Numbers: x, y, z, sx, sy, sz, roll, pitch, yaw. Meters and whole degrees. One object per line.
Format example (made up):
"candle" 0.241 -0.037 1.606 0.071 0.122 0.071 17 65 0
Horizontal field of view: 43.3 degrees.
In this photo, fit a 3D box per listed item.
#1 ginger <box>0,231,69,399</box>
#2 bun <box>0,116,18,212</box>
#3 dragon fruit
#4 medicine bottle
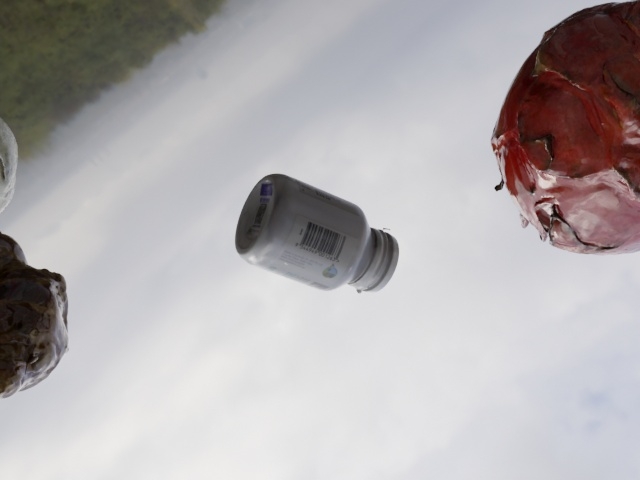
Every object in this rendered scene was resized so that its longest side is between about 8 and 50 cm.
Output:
"ginger" -0.540 0.125 1.281 0.274 0.358 0.152 -24 137 -39
"bun" -0.475 -0.100 0.939 0.239 0.239 0.141 -33 -132 22
"dragon fruit" 0.287 -0.105 0.771 0.241 0.252 0.240 -5 -129 6
"medicine bottle" 0.000 0.000 1.146 0.135 0.215 0.135 -44 -146 41
